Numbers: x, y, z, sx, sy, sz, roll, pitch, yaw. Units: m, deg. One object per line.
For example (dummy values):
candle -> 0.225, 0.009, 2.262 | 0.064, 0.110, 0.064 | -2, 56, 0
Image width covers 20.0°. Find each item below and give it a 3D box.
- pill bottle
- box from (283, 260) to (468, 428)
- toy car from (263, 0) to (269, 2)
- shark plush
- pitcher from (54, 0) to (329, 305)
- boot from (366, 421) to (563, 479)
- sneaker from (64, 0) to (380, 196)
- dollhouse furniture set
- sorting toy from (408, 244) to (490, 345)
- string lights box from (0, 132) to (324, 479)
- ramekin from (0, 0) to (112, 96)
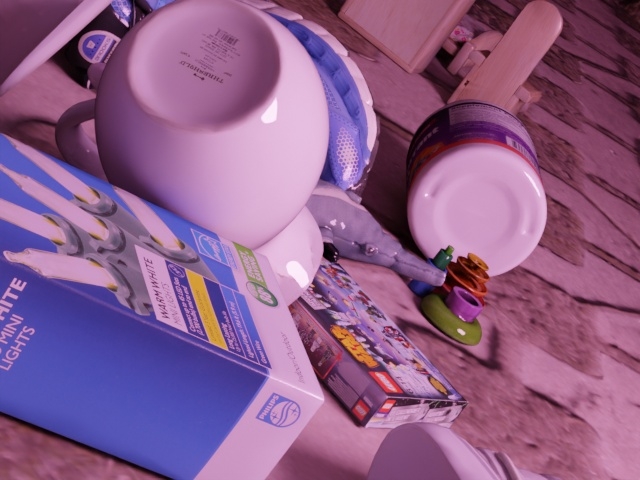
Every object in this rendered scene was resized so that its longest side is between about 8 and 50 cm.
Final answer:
pill bottle -> 0.123, -0.051, 1.463 | 0.108, 0.108, 0.193 | 33, 18, -9
box -> 0.019, 0.062, 1.119 | 0.137, 0.027, 0.094 | 46, 21, 30
toy car -> -0.093, -0.197, 1.421 | 0.225, 0.053, 0.239 | 163, -95, -76
shark plush -> 0.000, 0.000, 1.175 | 0.161, 0.073, 0.067 | 35, 21, -9
pitcher -> -0.081, -0.056, 1.017 | 0.177, 0.125, 0.207 | 24, -22, 11
boot -> 0.120, 0.182, 0.889 | 0.123, 0.095, 0.258 | 18, 23, -28
sneaker -> -0.100, -0.125, 1.262 | 0.330, 0.130, 0.147 | 43, 36, 19
dollhouse furniture set -> 0.178, -0.279, 2.030 | 0.303, 0.174, 0.355 | 41, 19, 12
sorting toy -> 0.101, 0.033, 1.318 | 0.061, 0.042, 0.102 | 34, 18, -8
string lights box -> -0.135, 0.020, 0.860 | 0.259, 0.077, 0.133 | 26, 21, -29
ramekin -> -0.163, -0.197, 1.073 | 0.127, 0.273, 0.273 | 47, 17, -6
